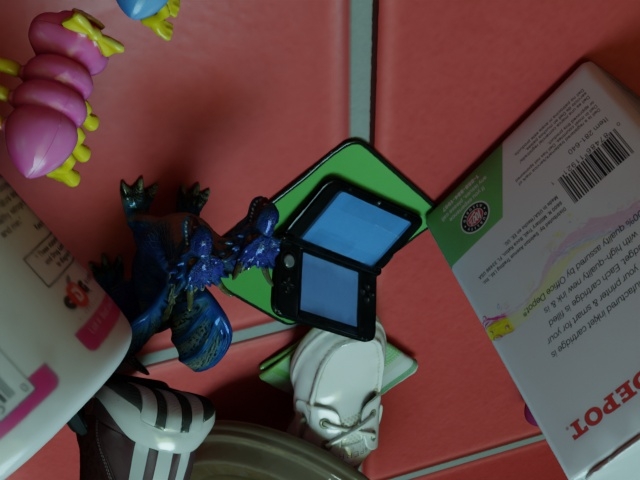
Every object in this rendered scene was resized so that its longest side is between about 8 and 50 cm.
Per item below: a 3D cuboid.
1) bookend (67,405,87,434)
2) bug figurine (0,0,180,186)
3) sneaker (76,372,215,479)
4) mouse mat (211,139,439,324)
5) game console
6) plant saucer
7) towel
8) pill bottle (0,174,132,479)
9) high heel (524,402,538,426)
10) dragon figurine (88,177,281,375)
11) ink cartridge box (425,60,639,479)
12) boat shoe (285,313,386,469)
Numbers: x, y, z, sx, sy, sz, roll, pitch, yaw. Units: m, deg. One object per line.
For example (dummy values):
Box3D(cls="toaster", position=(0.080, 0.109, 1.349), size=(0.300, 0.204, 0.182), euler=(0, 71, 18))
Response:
Box3D(cls="bookend", position=(-0.262, 0.080, 0.662), size=(0.156, 0.157, 0.072), euler=(-17, 139, -7))
Box3D(cls="bug figurine", position=(-0.168, -0.145, 0.436), size=(0.279, 0.216, 0.072), euler=(21, 161, -41))
Box3D(cls="sneaker", position=(-0.172, 0.189, 0.729), size=(0.106, 0.162, 0.281), euler=(14, 171, -19))
Box3D(cls="mouse mat", position=(0.000, 0.000, 0.810), size=(0.190, 0.007, 0.152), euler=(-38, 138, 16))
Box3D(cls="game console", position=(0.026, 0.021, 0.788), size=(0.122, 0.107, 0.071), euler=(21, 152, -39))
Box3D(cls="plant saucer", position=(-0.038, 0.288, 0.958), size=(0.278, 0.041, 0.278), euler=(17, 140, 15))
Box3D(cls="towel", position=(0.021, 0.131, 0.957), size=(0.113, 0.023, 0.152), euler=(-38, 135, 15))
Box3D(cls="pill bottle", position=(-0.250, -0.003, 0.488), size=(0.160, 0.160, 0.283), euler=(-35, 103, 14))
Box3D(cls="high heel", position=(0.243, 0.138, 1.042), size=(0.117, 0.082, 0.244), euler=(17, 150, 3))
Box3D(cls="dragon figurine", position=(-0.120, 0.052, 0.705), size=(0.085, 0.144, 0.289), euler=(6, 132, -29))
Box3D(cls="ink cartridge box", position=(0.236, 0.028, 0.732), size=(0.117, 0.278, 0.201), euler=(20, 124, -41))
Box3D(cls="boat shoe", position=(0.022, 0.182, 0.917), size=(0.098, 0.096, 0.277), euler=(-7, 137, -15))
